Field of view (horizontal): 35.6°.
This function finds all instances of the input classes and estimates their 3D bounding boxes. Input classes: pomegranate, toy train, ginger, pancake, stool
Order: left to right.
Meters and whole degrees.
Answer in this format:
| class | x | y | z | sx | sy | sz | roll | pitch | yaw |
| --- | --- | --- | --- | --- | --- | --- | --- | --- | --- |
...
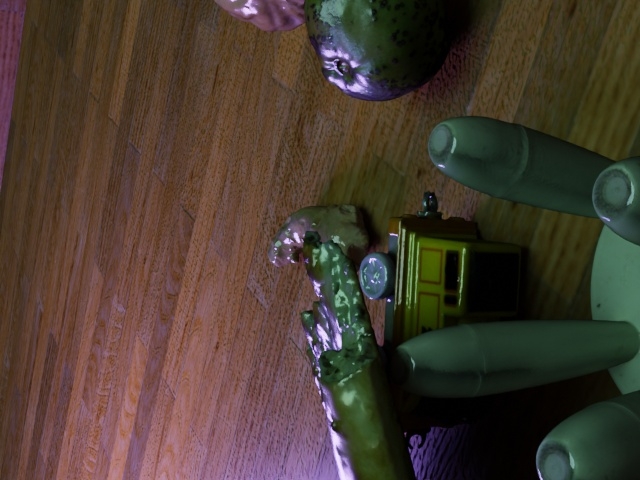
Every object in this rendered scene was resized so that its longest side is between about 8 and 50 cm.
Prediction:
| class | x | y | z | sx | sy | sz | roll | pitch | yaw |
| --- | --- | --- | --- | --- | --- | --- | --- | --- | --- |
| ginger | 0.000 | -0.003 | 1.042 | 0.173 | 0.051 | 0.070 | 1 | 83 | 64 |
| pancake | 0.025 | 0.179 | 0.764 | 0.427 | 0.066 | 0.305 | 87 | 165 | -69 |
| pomegranate | 0.048 | -0.200 | 0.894 | 0.125 | 0.138 | 0.163 | -30 | 33 | 15 |
| toy train | 0.099 | 0.069 | 0.823 | 0.127 | 0.089 | 0.219 | 6 | 92 | 55 |
| stool | 0.176 | 0.034 | 0.587 | 0.195 | 0.198 | 0.195 | 27 | 113 | 56 |

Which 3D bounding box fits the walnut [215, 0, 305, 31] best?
| class | x | y | z | sx | sy | sz | roll | pitch | yaw |
| --- | --- | --- | --- | --- | --- | --- | --- | --- | --- |
| walnut | -0.041 | -0.314 | 0.980 | 0.198 | 0.198 | 0.245 | 127 | 154 | -44 |
